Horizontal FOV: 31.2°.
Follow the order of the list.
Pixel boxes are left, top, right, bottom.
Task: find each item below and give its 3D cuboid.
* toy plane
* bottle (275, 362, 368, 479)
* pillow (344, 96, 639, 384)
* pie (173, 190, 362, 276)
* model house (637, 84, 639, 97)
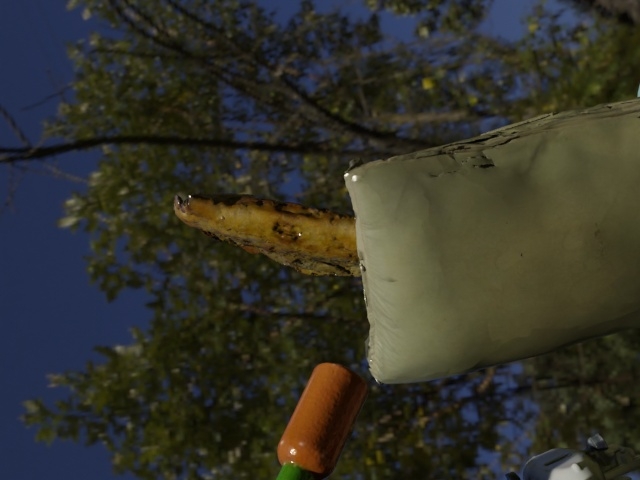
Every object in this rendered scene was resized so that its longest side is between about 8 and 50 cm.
[{"bbox_3d":[0.261,0.259,1.193,0.174,0.174,0.080,-26,-85,-57],"label":"toy plane"},{"bbox_3d":[-0.012,0.221,1.216,0.069,0.069,0.187,53,-130,-32],"label":"bottle"},{"bbox_3d":[0.115,-0.004,0.531,0.053,0.208,0.119,-124,21,-69],"label":"pillow"},{"bbox_3d":[0.000,0.000,0.661,0.092,0.170,0.034,88,-166,-71],"label":"pie"},{"bbox_3d":[0.448,-0.067,1.176,0.300,0.324,0.340,36,-121,-52],"label":"model house"}]
